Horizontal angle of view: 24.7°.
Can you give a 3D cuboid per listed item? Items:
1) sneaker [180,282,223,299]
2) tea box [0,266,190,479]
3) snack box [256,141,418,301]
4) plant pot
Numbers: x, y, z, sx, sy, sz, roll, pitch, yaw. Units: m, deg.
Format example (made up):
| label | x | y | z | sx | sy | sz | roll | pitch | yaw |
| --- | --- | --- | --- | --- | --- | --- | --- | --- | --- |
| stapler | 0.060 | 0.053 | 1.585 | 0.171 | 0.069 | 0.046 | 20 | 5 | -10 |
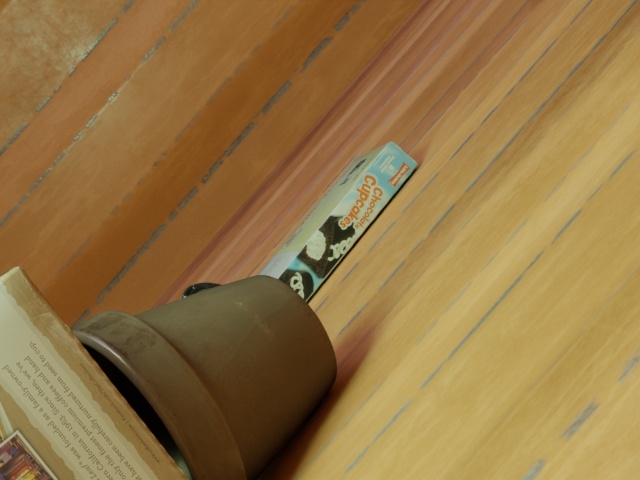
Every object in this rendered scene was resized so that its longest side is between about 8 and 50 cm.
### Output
| label | x | y | z | sx | sy | sz | roll | pitch | yaw |
| --- | --- | --- | --- | --- | --- | --- | --- | --- | --- |
| sneaker | -0.174 | 0.198 | 2.065 | 0.130 | 0.109 | 0.286 | 98 | -172 | -46 |
| tea box | -0.308 | 0.236 | 1.416 | 0.220 | 0.329 | 0.323 | -40 | 9 | -25 |
| snack box | 0.000 | 0.000 | 2.146 | 0.322 | 0.060 | 0.187 | -51 | 9 | -12 |
| plant pot | -0.114 | 0.150 | 1.531 | 0.229 | 0.263 | 0.263 | -34 | 1 | -28 |
